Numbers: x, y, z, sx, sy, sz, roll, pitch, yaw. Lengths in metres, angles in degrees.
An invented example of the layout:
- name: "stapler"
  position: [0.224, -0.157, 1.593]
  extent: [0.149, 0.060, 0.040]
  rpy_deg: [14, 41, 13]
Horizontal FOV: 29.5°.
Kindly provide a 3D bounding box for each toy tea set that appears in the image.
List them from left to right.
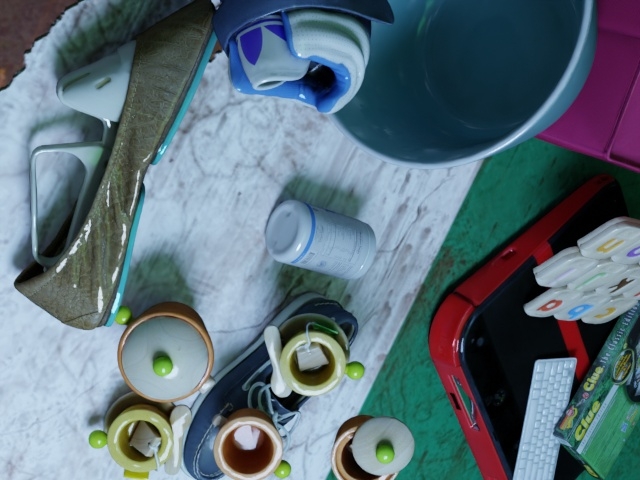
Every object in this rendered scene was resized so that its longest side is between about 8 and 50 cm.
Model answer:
- name: "toy tea set"
  position: [-0.067, 0.170, 1.238]
  extent: [0.336, 0.124, 0.200]
  rpy_deg: [5, 101, -3]

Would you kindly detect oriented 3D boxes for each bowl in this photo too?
- name: "bowl"
  position: [0.157, -0.212, 1.242]
  extent: [0.163, 0.311, 0.311]
  rpy_deg: [13, 101, -56]

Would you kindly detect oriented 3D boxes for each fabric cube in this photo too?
- name: "fabric cube"
  position: [0.351, -0.215, 1.372]
  extent: [0.254, 0.258, 0.259]
  rpy_deg: [14, 99, -37]

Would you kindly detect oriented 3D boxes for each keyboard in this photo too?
- name: "keyboard"
  position: [0.285, 0.275, 1.594]
  extent: [0.072, 0.014, 0.256]
  rpy_deg: [-1, 105, -38]

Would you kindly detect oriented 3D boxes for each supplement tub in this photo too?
- name: "supplement tub"
  position: [0.000, 0.000, 1.331]
  extent: [0.107, 0.071, 0.071]
  rpy_deg: [16, 98, -39]

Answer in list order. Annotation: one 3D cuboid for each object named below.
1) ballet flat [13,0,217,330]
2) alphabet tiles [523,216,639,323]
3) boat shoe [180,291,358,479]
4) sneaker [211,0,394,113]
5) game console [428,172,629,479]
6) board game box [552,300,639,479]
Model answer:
- name: "ballet flat"
  position: [-0.205, -0.082, 1.150]
  extent: [0.124, 0.116, 0.342]
  rpy_deg: [19, 101, -19]
- name: "alphabet tiles"
  position: [0.394, 0.026, 1.476]
  extent: [0.284, 0.021, 0.278]
  rpy_deg: [9, 145, -40]
- name: "boat shoe"
  position: [-0.054, 0.171, 1.353]
  extent: [0.254, 0.079, 0.095]
  rpy_deg: [-46, 127, -12]
- name: "sneaker"
  position: [-0.064, -0.250, 1.076]
  extent: [0.130, 0.236, 0.323]
  rpy_deg: [-26, 135, 26]
- name: "game console"
  position: [0.317, 0.149, 1.625]
  extent: [0.342, 0.060, 0.386]
  rpy_deg: [-40, 126, -22]
- name: "board game box"
  position: [0.412, 0.185, 1.649]
  extent: [0.260, 0.030, 0.136]
  rpy_deg: [-56, 135, -14]
